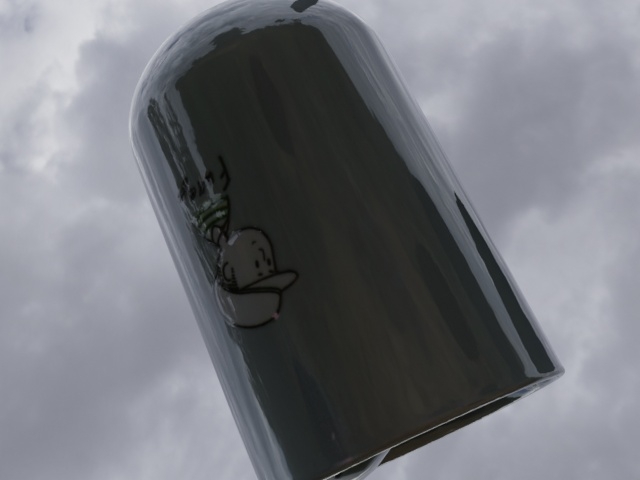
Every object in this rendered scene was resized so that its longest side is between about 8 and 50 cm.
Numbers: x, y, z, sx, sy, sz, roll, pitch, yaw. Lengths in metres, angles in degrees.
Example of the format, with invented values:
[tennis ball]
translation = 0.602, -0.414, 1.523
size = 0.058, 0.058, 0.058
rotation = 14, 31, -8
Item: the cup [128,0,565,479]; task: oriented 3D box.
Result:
[cup]
translation = 0.000, 0.000, 0.609
size = 0.206, 0.205, 0.312
rotation = -24, -106, -6
